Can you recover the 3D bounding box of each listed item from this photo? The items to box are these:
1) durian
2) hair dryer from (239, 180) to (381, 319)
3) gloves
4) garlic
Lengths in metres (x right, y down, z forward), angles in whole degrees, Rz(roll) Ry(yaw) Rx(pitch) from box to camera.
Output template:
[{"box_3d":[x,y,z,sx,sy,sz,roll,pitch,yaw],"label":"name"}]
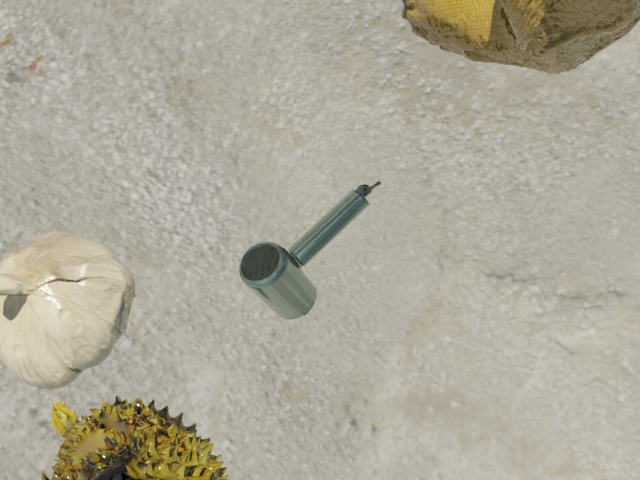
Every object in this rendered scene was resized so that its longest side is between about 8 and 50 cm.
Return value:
[{"box_3d":[-0.173,0.230,0.702,0.193,0.138,0.237,-39,75,-14],"label":"durian"},{"box_3d":[0.000,0.000,0.610,0.124,0.038,0.063,-44,142,-5],"label":"hair dryer"},{"box_3d":[0.191,-0.230,0.617,0.155,0.356,0.203,26,84,-15],"label":"gloves"},{"box_3d":[-0.366,0.072,1.074,0.218,0.218,0.212,-53,153,-9],"label":"garlic"}]
